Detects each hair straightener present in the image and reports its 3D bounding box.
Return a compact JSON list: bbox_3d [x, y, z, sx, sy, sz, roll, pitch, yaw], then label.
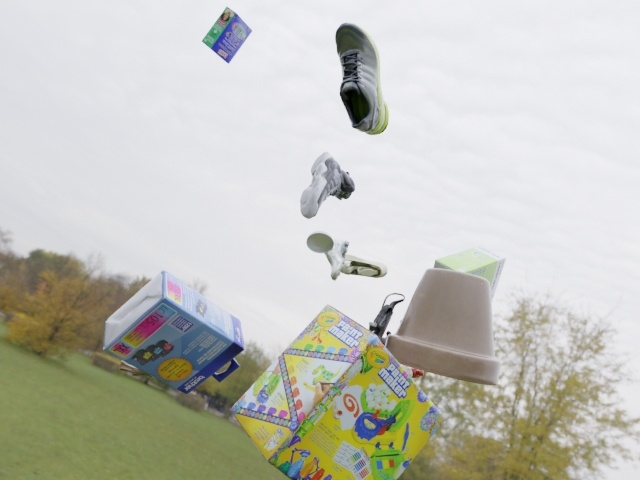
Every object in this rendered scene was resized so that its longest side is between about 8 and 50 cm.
[{"bbox_3d":[0.138,0.208,1.230,0.047,0.230,0.089,25,-29,22],"label":"hair straightener"}]

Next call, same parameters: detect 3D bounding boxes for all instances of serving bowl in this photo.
[{"bbox_3d":[0.000,0.000,1.597,0.083,0.027,0.083,3,-48,3],"label":"serving bowl"}]

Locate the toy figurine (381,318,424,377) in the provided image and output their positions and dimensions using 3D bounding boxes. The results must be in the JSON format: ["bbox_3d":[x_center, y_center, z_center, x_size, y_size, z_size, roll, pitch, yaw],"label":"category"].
[{"bbox_3d":[0.339,0.402,2.015,0.148,0.209,0.213,12,36,-56],"label":"toy figurine"}]

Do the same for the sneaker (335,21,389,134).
[{"bbox_3d":[0.099,-0.424,1.402,0.111,0.300,0.121,-14,5,31],"label":"sneaker"}]

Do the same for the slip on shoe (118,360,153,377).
[{"bbox_3d":[-0.635,0.452,1.853,0.135,0.041,0.051,23,-23,7],"label":"slip on shoe"}]

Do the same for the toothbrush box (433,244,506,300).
[{"bbox_3d":[0.527,0.154,1.950,0.283,0.206,0.122,-13,33,-37],"label":"toothbrush box"}]

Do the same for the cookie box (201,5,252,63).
[{"bbox_3d":[-0.236,-0.520,1.360,0.040,0.107,0.092,40,6,20],"label":"cookie box"}]

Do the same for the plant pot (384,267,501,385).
[{"bbox_3d":[0.293,0.189,1.239,0.263,0.229,0.263,12,-7,1],"label":"plant pot"}]

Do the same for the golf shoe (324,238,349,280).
[{"bbox_3d":[0.044,0.065,1.875,0.086,0.176,0.069,18,-44,-2],"label":"golf shoe"}]

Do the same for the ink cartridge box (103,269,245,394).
[{"bbox_3d":[-0.429,0.309,1.682,0.395,0.270,0.151,41,16,-35],"label":"ink cartridge box"}]

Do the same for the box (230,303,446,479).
[{"bbox_3d":[0.042,0.337,1.036,0.290,0.279,0.177,52,-14,-30],"label":"box"}]

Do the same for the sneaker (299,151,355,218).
[{"bbox_3d":[0.032,-0.161,1.773,0.153,0.268,0.101,32,-36,-23],"label":"sneaker"}]

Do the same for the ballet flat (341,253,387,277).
[{"bbox_3d":[0.146,0.109,2.156,0.248,0.086,0.086,7,-25,21],"label":"ballet flat"}]
